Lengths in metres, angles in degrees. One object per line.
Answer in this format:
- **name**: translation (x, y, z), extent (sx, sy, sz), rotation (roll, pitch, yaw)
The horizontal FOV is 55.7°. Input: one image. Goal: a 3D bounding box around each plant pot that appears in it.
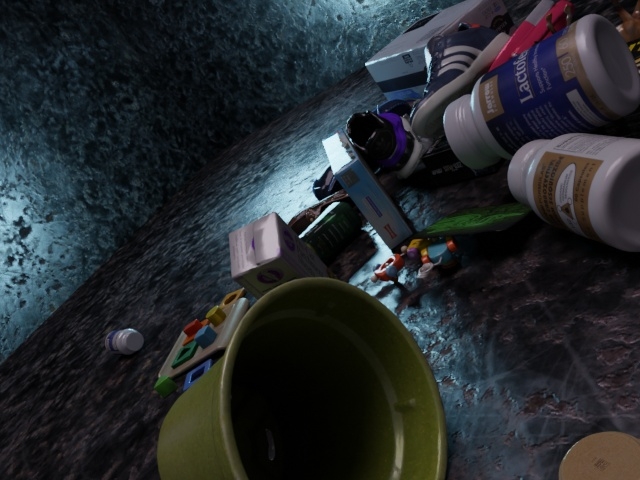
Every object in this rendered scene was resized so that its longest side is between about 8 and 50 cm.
- **plant pot**: translation (-0.047, 0.215, 0.671), extent (0.254, 0.276, 0.276), rotation (-35, 15, 43)

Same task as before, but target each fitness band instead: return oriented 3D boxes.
- **fitness band**: translation (0.446, -0.394, 1.313), extent (0.291, 0.054, 0.209), rotation (-49, -20, -9)

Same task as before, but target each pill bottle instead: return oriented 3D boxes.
- **pill bottle**: translation (0.331, -0.214, 0.937), extent (0.264, 0.153, 0.153), rotation (-24, 22, 47)
- **pill bottle**: translation (0.350, -0.074, 0.797), extent (0.131, 0.131, 0.229), rotation (-37, 19, -2)
- **pill bottle**: translation (-0.512, 0.266, 1.591), extent (0.120, 0.067, 0.067), rotation (-13, 30, 48)

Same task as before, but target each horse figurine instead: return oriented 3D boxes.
- **horse figurine**: translation (0.540, -0.391, 1.154), extent (0.263, 0.175, 0.066), rotation (-24, 9, 31)

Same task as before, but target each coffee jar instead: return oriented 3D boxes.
- **coffee jar**: translation (0.000, 0.000, 1.309), extent (0.184, 0.079, 0.096), rotation (-45, 21, -23)

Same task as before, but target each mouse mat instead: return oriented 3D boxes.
- **mouse mat**: translation (0.254, -0.034, 0.974), extent (0.152, 0.007, 0.189), rotation (-27, 12, -39)

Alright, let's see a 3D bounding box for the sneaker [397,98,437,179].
- **sneaker**: translation (0.218, -0.240, 1.434), extent (0.105, 0.115, 0.281), rotation (-24, 22, 31)

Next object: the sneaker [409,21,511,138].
- **sneaker**: translation (0.258, -0.345, 1.267), extent (0.350, 0.148, 0.131), rotation (-45, -20, -32)

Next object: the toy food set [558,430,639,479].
- **toy food set**: translation (0.244, 0.197, 0.517), extent (0.083, 0.020, 0.082), rotation (-46, 21, -24)

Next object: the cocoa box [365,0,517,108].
- **cocoa box**: translation (0.325, -0.449, 1.563), extent (0.231, 0.228, 0.347), rotation (-41, 20, -12)

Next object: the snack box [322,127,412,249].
- **snack box**: translation (0.089, -0.120, 1.269), extent (0.060, 0.187, 0.322), rotation (-35, 19, 9)

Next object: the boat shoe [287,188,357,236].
- **boat shoe**: translation (0.005, -0.058, 1.445), extent (0.207, 0.073, 0.073), rotation (-35, 17, 5)

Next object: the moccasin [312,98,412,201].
- **moccasin**: translation (0.130, -0.214, 1.554), extent (0.342, 0.137, 0.117), rotation (-52, 24, -1)

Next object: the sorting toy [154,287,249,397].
- **sorting toy**: translation (-0.260, 0.205, 1.327), extent (0.196, 0.047, 0.348), rotation (-29, 20, 22)

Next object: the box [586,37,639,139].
- **box**: translation (0.541, -0.257, 0.981), extent (0.322, 0.079, 0.257), rotation (-11, 30, 52)

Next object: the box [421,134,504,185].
- **box**: translation (0.317, -0.205, 1.240), extent (0.147, 0.078, 0.180), rotation (-12, 30, 51)

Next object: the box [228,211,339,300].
- **box**: translation (0.001, 0.084, 0.754), extent (0.063, 0.324, 0.067), rotation (-24, 49, 15)

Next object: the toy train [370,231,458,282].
- **toy train**: translation (0.161, 0.040, 0.996), extent (0.125, 0.046, 0.166), rotation (-45, 18, -19)

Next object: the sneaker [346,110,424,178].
- **sneaker**: translation (0.122, -0.242, 1.332), extent (0.102, 0.146, 0.293), rotation (-61, 19, 16)
